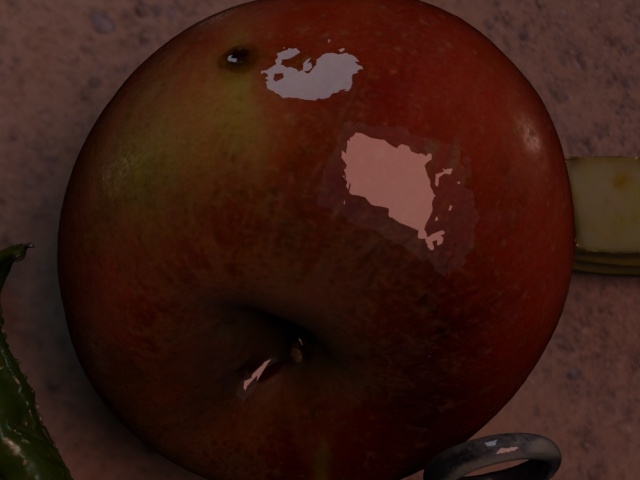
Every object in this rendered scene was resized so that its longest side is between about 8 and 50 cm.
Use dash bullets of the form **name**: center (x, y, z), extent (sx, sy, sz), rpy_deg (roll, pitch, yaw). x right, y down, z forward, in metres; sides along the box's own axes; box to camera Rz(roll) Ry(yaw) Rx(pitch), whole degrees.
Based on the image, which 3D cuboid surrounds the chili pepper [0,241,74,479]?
- **chili pepper**: center (-0.172, 0.165, 0.827), extent (0.076, 0.085, 0.359), rpy_deg (-6, 63, -48)

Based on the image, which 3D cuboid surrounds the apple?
- **apple**: center (0.000, 0.000, 0.856), extent (0.348, 0.348, 0.277), rpy_deg (35, 34, -17)

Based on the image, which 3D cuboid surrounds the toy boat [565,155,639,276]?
- **toy boat**: center (0.296, -0.023, 1.185), extent (0.276, 0.084, 0.111), rpy_deg (5, 71, -28)

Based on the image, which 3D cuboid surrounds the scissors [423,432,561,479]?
- **scissors**: center (0.131, 0.213, 0.934), extent (0.383, 0.256, 0.029), rpy_deg (21, 48, -49)
